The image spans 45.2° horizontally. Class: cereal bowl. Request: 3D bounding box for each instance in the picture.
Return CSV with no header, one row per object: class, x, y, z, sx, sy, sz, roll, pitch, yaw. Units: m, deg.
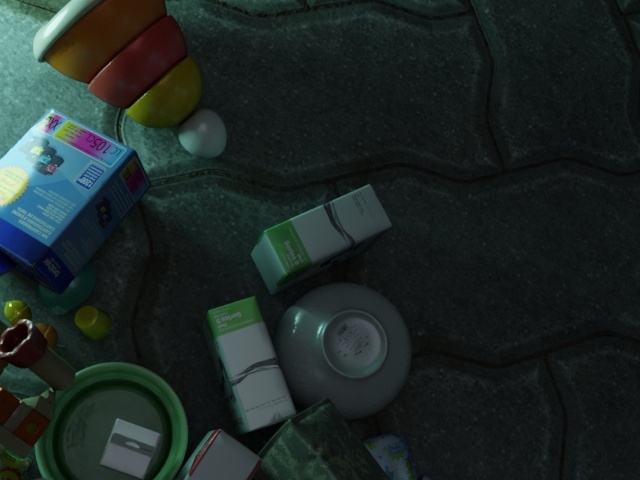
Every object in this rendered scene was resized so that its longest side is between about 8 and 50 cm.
cereal bowl,0.063,0.254,1.806,0.338,0.141,0.339,4,74,-13

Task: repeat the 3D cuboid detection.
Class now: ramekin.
ramekin,-0.438,0.419,1.629,0.303,0.148,0.304,4,73,-13

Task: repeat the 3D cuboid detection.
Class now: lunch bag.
lunch bag,-0.025,0.516,1.617,0.235,0.287,0.169,50,34,17
lunch bag,0.106,0.546,1.754,0.218,0.090,0.176,-14,77,-17

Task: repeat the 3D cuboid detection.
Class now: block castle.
block castle,-0.713,0.331,1.440,0.453,0.303,0.213,-54,133,-23

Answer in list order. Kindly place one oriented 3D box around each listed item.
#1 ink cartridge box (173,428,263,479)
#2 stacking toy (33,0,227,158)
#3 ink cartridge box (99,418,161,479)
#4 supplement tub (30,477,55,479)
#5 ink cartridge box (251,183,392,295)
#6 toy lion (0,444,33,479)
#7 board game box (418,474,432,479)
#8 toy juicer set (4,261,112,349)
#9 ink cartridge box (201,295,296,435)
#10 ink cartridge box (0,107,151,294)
ink cartridge box,-0.241,0.504,1.587,0.114,0.273,0.197,37,69,-5
stacking toy,-0.406,-0.386,1.845,0.350,0.350,0.480,-46,107,-21
ink cartridge box,-0.370,0.406,1.491,0.092,0.143,0.090,21,70,-7
supplement tub,-0.612,0.570,1.458,0.272,0.191,0.191,-26,78,23
ink cartridge box,0.000,0.000,1.827,0.289,0.211,0.122,-25,80,-19
toy lion,-0.663,0.490,1.618,0.100,0.034,0.096,34,76,-2
board game box,0.244,0.643,1.793,0.103,0.026,0.154,34,69,-2
toy juicer set,-0.606,0.107,1.725,0.209,0.089,0.329,-25,63,-3
ink cartridge box,-0.164,0.284,1.709,0.114,0.198,0.273,-16,78,-17
ink cartridge box,-0.603,-0.068,1.686,0.269,0.151,0.396,26,68,21
